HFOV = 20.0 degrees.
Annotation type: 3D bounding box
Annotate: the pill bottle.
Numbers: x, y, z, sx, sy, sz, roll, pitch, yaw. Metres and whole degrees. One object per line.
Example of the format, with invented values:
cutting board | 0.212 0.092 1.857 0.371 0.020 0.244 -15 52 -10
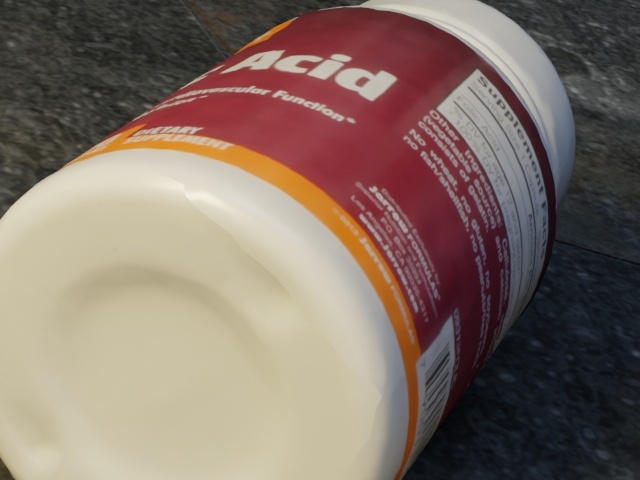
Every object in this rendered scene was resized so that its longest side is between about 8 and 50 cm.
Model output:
pill bottle | 0.000 0.000 0.989 0.224 0.224 0.392 24 29 12
